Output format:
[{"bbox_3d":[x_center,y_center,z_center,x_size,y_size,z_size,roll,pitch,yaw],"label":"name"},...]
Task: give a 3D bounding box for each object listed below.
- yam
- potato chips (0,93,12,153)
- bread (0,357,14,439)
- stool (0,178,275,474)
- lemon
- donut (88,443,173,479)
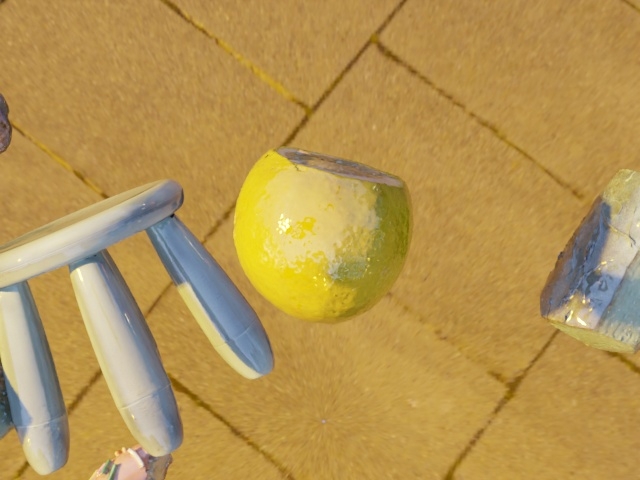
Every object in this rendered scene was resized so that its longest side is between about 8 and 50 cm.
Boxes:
[{"bbox_3d":[0.466,0.038,1.693,0.202,0.201,0.271,28,91,-25],"label":"yam"},{"bbox_3d":[-0.592,-0.175,1.791,0.201,0.049,0.150,-16,104,8],"label":"potato chips"},{"bbox_3d":[-0.366,0.081,0.970,0.267,0.267,0.040,39,108,6],"label":"bread"},{"bbox_3d":[-0.173,0.068,0.962,0.195,0.195,0.199,-17,102,35],"label":"stool"},{"bbox_3d":[0.000,0.000,1.471,0.240,0.240,0.219,14,102,2],"label":"lemon"},{"bbox_3d":[-0.187,0.339,1.280,0.232,0.085,0.199,27,58,22],"label":"donut"}]
